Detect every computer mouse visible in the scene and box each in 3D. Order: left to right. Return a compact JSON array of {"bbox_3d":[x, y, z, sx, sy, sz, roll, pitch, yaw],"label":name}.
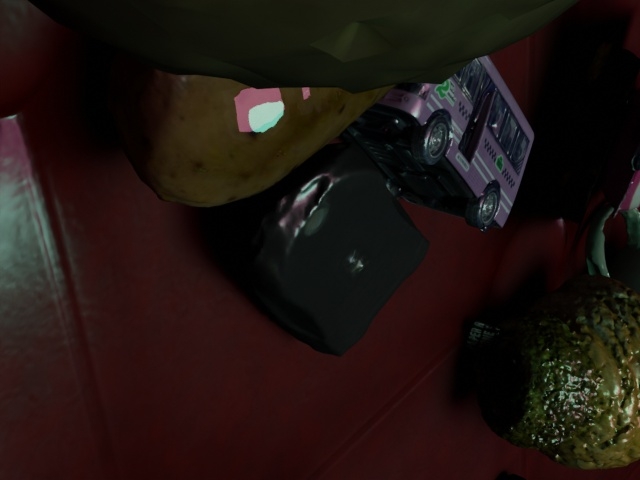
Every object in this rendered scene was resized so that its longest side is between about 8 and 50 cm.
[{"bbox_3d":[0.000,0.000,0.813,0.122,0.073,0.217,-48,152,-5],"label":"computer mouse"}]

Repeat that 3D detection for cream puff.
[{"bbox_3d":[0.209,0.120,1.123,0.169,0.183,0.183,1,109,-30],"label":"cream puff"}]

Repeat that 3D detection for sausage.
[{"bbox_3d":[0.057,-0.204,0.738,0.136,0.123,0.501,48,65,-19],"label":"sausage"}]

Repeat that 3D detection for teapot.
[{"bbox_3d":[0.352,0.059,1.284,0.239,0.162,0.149,46,57,-22],"label":"teapot"}]

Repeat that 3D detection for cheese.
[{"bbox_3d":[0.306,-0.094,1.144,0.244,0.062,0.155,33,80,-79],"label":"cheese"}]

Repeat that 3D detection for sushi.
[{"bbox_3d":[0.239,-0.104,1.100,0.192,0.050,0.215,-38,146,-71],"label":"sushi"}]

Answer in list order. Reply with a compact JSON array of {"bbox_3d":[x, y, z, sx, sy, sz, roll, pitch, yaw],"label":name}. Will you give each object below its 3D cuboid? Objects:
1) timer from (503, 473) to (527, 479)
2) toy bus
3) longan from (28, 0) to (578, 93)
[{"bbox_3d":[0.185,0.351,1.287,0.187,0.055,0.144,-55,145,-17],"label":"timer"},{"bbox_3d":[0.077,-0.086,0.853,0.108,0.096,0.199,-65,148,-11],"label":"toy bus"},{"bbox_3d":[-0.001,-0.244,0.403,0.391,0.391,0.391,-31,132,-42],"label":"longan"}]
